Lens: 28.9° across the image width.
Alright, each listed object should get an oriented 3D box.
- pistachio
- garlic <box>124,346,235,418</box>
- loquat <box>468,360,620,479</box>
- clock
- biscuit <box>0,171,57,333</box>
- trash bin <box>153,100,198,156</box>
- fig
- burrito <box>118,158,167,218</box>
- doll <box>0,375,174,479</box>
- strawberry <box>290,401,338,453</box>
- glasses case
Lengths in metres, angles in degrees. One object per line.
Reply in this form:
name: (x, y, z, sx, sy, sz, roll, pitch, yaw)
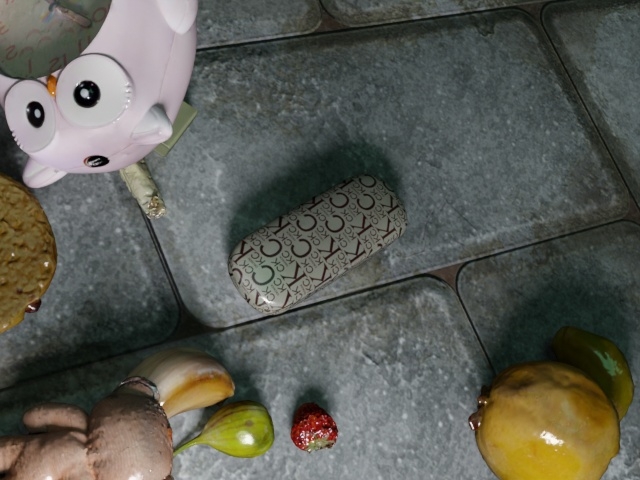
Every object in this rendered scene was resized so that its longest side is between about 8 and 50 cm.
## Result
pistachio: (0.482, 0.225, 2.149, 0.100, 0.110, 0.189, -15, 70, -43)
garlic: (-0.232, 0.220, 1.804, 0.207, 0.128, 0.115, -34, 59, -28)
loquat: (0.361, 0.302, 1.983, 0.238, 0.238, 0.193, 41, 37, -2)
clock: (-0.342, -0.278, 1.878, 0.250, 0.368, 0.376, 31, 45, -60)
biscuit: (-0.525, 0.011, 1.776, 0.296, 0.075, 0.296, 8, 67, -19)
trash bin: (-0.252, -0.190, 2.043, 0.061, 0.043, 0.092, 33, 55, -7)
fig: (-0.145, 0.280, 1.818, 0.166, 0.093, 0.093, -2, 65, -26)
burrito: (-0.302, -0.117, 1.983, 0.045, 0.041, 0.185, -30, 78, 7)
doll: (-0.339, 0.312, 1.679, 0.303, 0.156, 0.201, -15, 61, 2)
strawberry: (-0.013, 0.282, 1.899, 0.073, 0.073, 0.083, 2, 49, -26)
glasses case: (0.000, 0.000, 2.042, 0.355, 0.085, 0.137, -30, 79, -35)
